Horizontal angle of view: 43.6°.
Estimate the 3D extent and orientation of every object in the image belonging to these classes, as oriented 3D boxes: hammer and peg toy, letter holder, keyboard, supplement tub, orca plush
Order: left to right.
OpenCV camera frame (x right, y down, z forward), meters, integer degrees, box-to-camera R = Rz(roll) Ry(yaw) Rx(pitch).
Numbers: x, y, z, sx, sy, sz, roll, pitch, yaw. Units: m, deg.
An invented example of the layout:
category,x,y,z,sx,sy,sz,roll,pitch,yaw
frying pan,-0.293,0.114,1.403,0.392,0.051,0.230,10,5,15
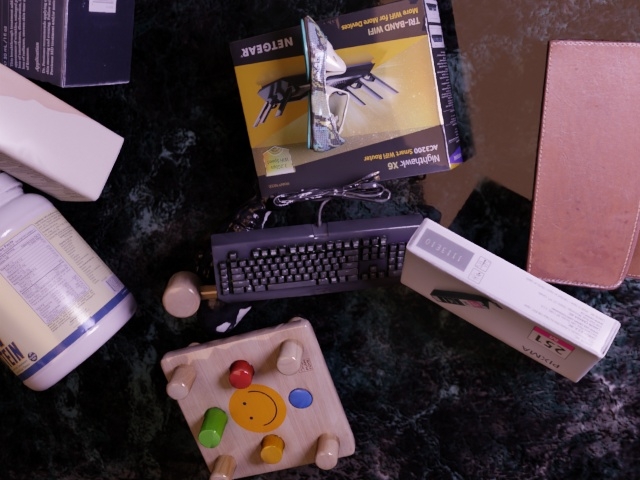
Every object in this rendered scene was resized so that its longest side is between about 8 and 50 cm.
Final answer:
category,x,y,z,sx,sy,sz,roll,pitch,yaw
supplement tub,-0.504,0.069,1.374,0.235,0.235,0.325,-36,99,27
orca plush,-0.146,0.047,1.313,0.151,0.102,0.287,43,115,9
hammer and peg toy,-0.109,0.215,1.266,0.266,0.127,0.361,-14,111,12
keyboard,0.000,0.000,1.168,0.317,0.033,0.201,-7,123,-7
letter holder,0.390,-0.098,1.017,0.215,0.152,0.301,8,106,20

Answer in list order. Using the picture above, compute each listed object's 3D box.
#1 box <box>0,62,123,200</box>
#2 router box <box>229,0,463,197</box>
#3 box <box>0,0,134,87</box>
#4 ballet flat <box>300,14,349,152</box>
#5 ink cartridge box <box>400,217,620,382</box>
category,x,y,z,sx,sy,sz,roll,pitch,yaw
box,-0.493,-0.183,1.277,0.148,0.311,0.121,3,67,47
router box,0.036,-0.204,1.182,0.309,0.081,0.242,-8,100,25
box,-0.475,-0.445,1.291,0.313,0.179,0.343,15,108,19
ballet flat,0.008,-0.219,1.118,0.070,0.070,0.188,3,106,23
ink cartridge box,0.239,0.102,1.097,0.275,0.239,0.060,30,69,15
